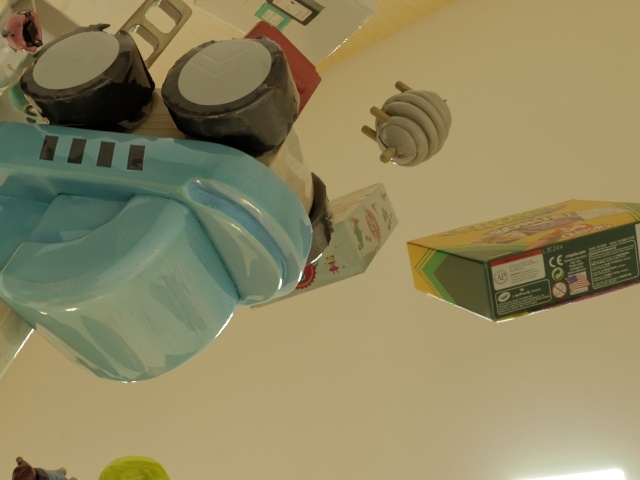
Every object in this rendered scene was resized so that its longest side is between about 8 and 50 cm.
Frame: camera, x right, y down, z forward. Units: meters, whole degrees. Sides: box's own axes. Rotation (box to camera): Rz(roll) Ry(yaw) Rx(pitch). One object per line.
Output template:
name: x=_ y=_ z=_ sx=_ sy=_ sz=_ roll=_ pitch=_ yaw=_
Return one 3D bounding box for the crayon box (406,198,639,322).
crayon box: x=0.375 y=0.018 z=1.157 sx=0.313 sy=0.363 sz=0.106 roll=-156 pitch=-126 yaw=-74

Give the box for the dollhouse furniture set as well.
dollhouse furniture set: x=-0.205 y=-0.261 z=0.861 sx=0.152 sy=0.374 sz=0.201 roll=-55 pitch=-158 yaw=-13

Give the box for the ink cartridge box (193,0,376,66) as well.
ink cartridge box: x=-0.063 y=-0.491 z=1.247 sx=0.197 sy=0.270 sz=0.198 roll=-31 pitch=-131 yaw=42

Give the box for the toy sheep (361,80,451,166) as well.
toy sheep: x=0.100 y=-0.127 z=0.766 sx=0.091 sy=0.091 sz=0.132 roll=3 pitch=-137 yaw=46

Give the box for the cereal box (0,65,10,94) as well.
cereal box: x=-0.400 y=-0.149 z=0.531 sx=0.047 sy=0.173 sz=0.240 roll=-16 pitch=-162 yaw=46

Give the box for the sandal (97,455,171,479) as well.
sandal: x=-0.220 y=0.454 z=0.908 sx=0.317 sy=0.126 sz=0.138 roll=60 pitch=-40 yaw=39

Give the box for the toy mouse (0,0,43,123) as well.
toy mouse: x=-0.304 y=-0.179 z=0.705 sx=0.031 sy=0.160 sz=0.143 roll=-6 pitch=-163 yaw=3

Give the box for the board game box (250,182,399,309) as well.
board game box: x=0.000 y=0.000 z=1.243 sx=0.224 sy=0.303 sz=0.097 roll=-19 pitch=-80 yaw=22

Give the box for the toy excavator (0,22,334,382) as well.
toy excavator: x=-0.243 y=0.042 z=0.579 sx=0.433 sy=0.222 sz=0.445 roll=8 pitch=-125 yaw=18

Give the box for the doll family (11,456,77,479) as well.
doll family: x=-0.289 y=0.317 z=0.794 sx=0.193 sy=0.111 sz=0.076 roll=18 pitch=-104 yaw=16
